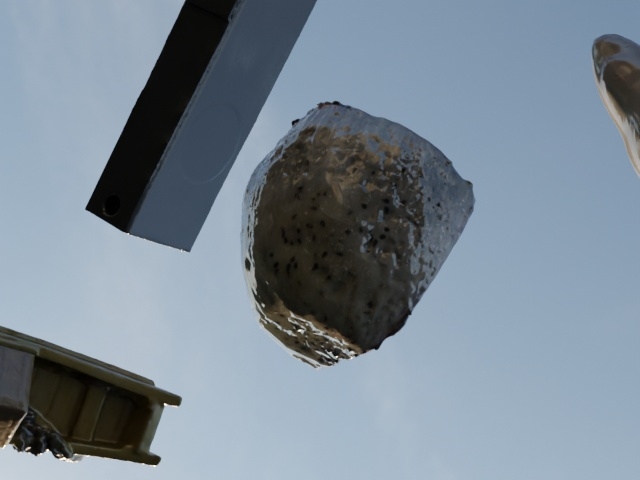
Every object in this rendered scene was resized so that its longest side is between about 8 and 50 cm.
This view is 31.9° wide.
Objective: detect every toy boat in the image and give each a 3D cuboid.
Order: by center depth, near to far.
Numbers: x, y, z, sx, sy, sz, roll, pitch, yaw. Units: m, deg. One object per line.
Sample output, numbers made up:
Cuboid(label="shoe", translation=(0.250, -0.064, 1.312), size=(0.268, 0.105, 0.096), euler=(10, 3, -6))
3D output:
Cuboid(label="toy boat", translation=(-0.346, 0.117, 1.031), size=(0.162, 0.446, 0.135), euler=(7, -101, 64))

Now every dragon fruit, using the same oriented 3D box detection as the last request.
Cuboid(label="dragon fruit", translation=(0.000, 0.000, 1.249), size=(0.204, 0.221, 0.283), euler=(38, -33, -13))

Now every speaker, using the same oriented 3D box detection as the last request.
Cuboid(label="speaker", translation=(-0.077, -0.103, 0.761), size=(0.044, 0.082, 0.218), euler=(28, -88, 29))

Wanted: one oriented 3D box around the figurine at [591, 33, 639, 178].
Cuboid(label="figurine", translation=(0.217, -0.111, 0.455), size=(0.193, 0.154, 0.420), euler=(15, -75, 24))
